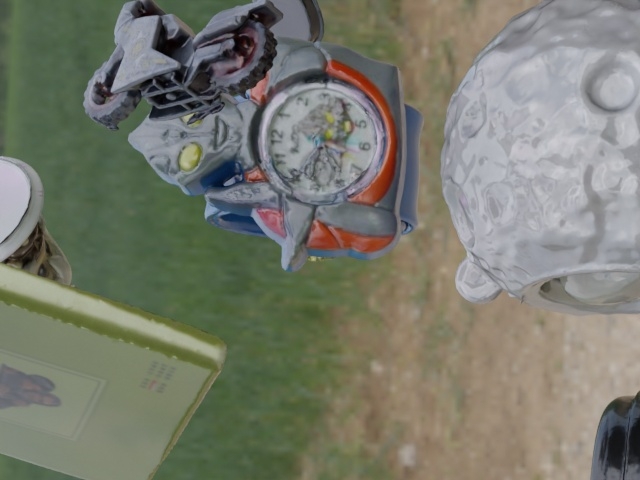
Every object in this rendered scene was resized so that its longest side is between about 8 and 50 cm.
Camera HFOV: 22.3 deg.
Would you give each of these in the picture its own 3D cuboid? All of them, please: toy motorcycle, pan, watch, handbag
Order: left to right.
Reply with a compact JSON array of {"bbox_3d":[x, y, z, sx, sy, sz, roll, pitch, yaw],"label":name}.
[{"bbox_3d":[-0.116,-0.164,1.414,0.215,0.080,0.122,-9,60,37],"label":"toy motorcycle"},{"bbox_3d":[-0.057,-0.368,2.272,0.136,0.028,0.235,25,139,39],"label":"pan"},{"bbox_3d":[-0.043,-0.076,1.765,0.274,0.305,0.241,60,-146,-80],"label":"watch"},{"bbox_3d":[0.351,0.292,1.750,0.308,0.093,0.254,58,-145,-58],"label":"handbag"}]

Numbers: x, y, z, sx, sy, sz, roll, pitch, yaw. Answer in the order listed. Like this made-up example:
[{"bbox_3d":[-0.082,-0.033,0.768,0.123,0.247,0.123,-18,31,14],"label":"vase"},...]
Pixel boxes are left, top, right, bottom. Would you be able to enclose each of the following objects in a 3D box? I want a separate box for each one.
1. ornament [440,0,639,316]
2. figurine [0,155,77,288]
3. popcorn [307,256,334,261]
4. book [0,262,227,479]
[{"bbox_3d":[0.280,-0.089,1.556,0.337,0.337,0.337,-177,90,-78],"label":"ornament"},{"bbox_3d":[-0.277,0.017,1.436,0.153,0.132,0.132,63,-164,-49],"label":"figurine"},{"bbox_3d":[-0.001,0.003,2.454,0.068,0.083,0.059,-41,51,51],"label":"popcorn"},{"bbox_3d":[-0.263,0.077,1.129,0.239,0.352,0.035,123,162,-53],"label":"book"}]
